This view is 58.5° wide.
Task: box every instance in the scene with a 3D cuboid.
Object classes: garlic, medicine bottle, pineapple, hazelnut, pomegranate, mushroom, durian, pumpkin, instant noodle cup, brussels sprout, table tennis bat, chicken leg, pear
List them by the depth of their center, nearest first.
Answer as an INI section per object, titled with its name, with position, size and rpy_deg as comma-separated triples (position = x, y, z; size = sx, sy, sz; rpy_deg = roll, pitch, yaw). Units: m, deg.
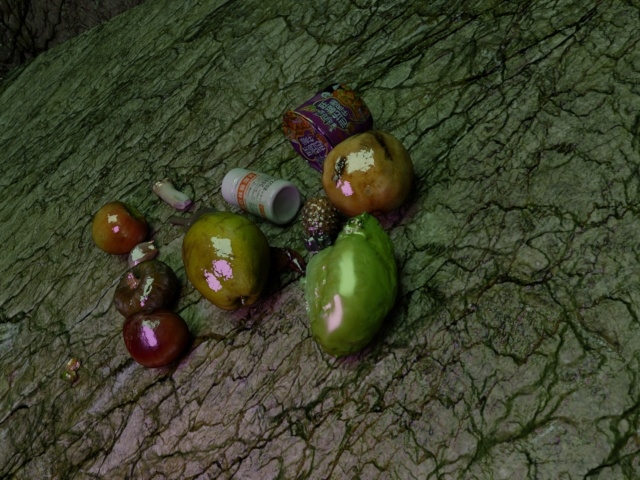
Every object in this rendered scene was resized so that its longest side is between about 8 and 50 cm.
[durian]
position = 0.078, 0.127, 1.445
size = 0.255, 0.204, 0.340
rpy_deg = -28, 56, 30
[pomegranate]
position = 0.130, -0.183, 1.597
size = 0.260, 0.260, 0.261
rpy_deg = -16, 51, 21
[pineapple]
position = 0.000, 0.000, 1.633
size = 0.125, 0.125, 0.252
rpy_deg = -11, 58, 25
[pear]
position = -0.268, 0.051, 1.649
size = 0.269, 0.269, 0.321
rpy_deg = -34, 57, 6
[chicken leg]
position = -0.095, 0.067, 1.677
size = 0.205, 0.053, 0.093
rpy_deg = 10, 87, 43
[hazelnut]
position = -0.493, 0.281, 1.685
size = 0.203, 0.178, 0.178
rpy_deg = 14, 66, 37
[instant noodle cup]
position = 0.032, -0.357, 1.786
size = 0.190, 0.251, 0.251
rpy_deg = -46, 46, -17
[pumpkin]
position = -0.561, 0.156, 1.823
size = 0.218, 0.162, 0.219
rpy_deg = -19, 46, 21
[medicine bottle]
position = -0.192, -0.147, 1.827
size = 0.252, 0.144, 0.145
rpy_deg = 24, 73, 42
[brussels sprout]
position = -0.811, 0.425, 1.865
size = 0.050, 0.046, 0.083
rpy_deg = -21, 40, 22
[garlic]
position = -0.630, 0.060, 1.994
size = 0.084, 0.066, 0.152
rpy_deg = 24, 71, 38
[table tennis bat]
position = -0.439, -0.061, 1.999
size = 0.234, 0.022, 0.131
rpy_deg = 9, 65, 33
[mushroom]
position = -0.539, -0.167, 2.104
size = 0.084, 0.071, 0.209
rpy_deg = -28, 43, -30

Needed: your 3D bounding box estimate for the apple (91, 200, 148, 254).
[apple]
position = -0.718, -0.040, 2.035
size = 0.195, 0.196, 0.196
rpy_deg = -16, 51, 21
